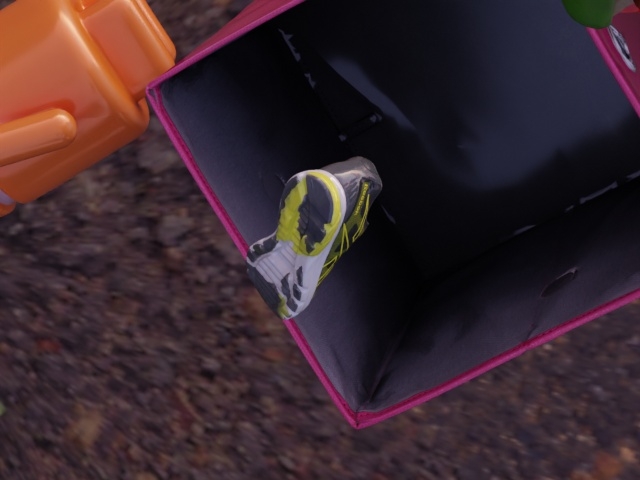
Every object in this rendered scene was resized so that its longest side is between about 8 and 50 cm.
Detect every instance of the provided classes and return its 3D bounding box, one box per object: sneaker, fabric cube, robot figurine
[{"bbox_3d":[0.000,0.000,0.664,0.035,0.083,0.031,-26,72,-32],"label":"sneaker"},{"bbox_3d":[0.089,-0.081,1.173,0.259,0.258,0.254,-27,100,22],"label":"fabric cube"},{"bbox_3d":[-0.209,-0.096,1.281,0.219,0.128,0.158,-30,57,8],"label":"robot figurine"}]

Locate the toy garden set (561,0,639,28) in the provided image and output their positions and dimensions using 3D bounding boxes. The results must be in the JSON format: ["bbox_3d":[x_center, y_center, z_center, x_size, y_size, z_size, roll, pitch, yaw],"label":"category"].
[{"bbox_3d":[0.186,-0.108,0.515,0.244,0.204,0.049,-25,85,5],"label":"toy garden set"}]
